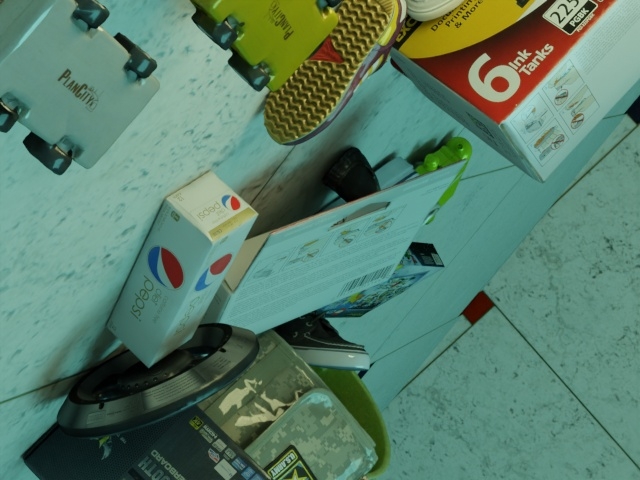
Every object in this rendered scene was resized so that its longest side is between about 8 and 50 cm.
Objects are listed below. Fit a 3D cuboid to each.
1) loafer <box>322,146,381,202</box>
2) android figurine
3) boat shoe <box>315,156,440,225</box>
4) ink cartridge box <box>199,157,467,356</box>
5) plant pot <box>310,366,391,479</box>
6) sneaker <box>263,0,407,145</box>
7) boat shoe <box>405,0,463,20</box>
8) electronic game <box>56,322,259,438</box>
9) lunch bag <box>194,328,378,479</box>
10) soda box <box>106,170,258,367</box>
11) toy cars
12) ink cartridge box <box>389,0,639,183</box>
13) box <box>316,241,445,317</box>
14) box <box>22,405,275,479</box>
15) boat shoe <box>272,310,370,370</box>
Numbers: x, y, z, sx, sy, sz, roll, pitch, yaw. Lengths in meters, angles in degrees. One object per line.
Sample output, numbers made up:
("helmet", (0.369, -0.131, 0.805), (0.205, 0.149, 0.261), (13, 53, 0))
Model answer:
("loafer", (0.048, -0.071, 1.905), (0.062, 0.061, 0.170), (-47, 167, 4))
("android figurine", (0.131, -0.052, 2.252), (0.248, 0.056, 0.273), (-44, 169, -10))
("boat shoe", (0.037, 0.003, 2.019), (0.302, 0.094, 0.109), (-41, 166, -23))
("ink cartridge box", (0.000, 0.000, 1.799), (0.296, 0.066, 0.261), (-21, 155, -34))
("plant pot", (-0.084, 0.291, 2.211), (0.254, 0.276, 0.276), (-39, 171, 22))
("sneaker", (0.021, -0.165, 1.508), (0.185, 0.069, 0.084), (-49, 162, 14))
("boat shoe", (0.147, -0.300, 1.541), (0.184, 0.066, 0.063), (-42, 148, 3))
("electronic game", (-0.173, 0.149, 1.648), (0.229, 0.048, 0.229), (-20, -167, 5))
("lunch bag", (-0.098, 0.247, 1.879), (0.235, 0.287, 0.169), (-41, 167, -21))
("soda box", (-0.143, 0.032, 1.569), (0.074, 0.069, 0.216), (-35, 162, -44))
("toy cars", (-0.118, -0.152, 1.064), (0.394, 0.087, 0.176), (-28, 153, -47))
("ink cartridge box", (0.224, -0.263, 1.602), (0.309, 0.272, 0.130), (-48, 141, -1))
("box", (0.064, 0.056, 2.212), (0.159, 0.044, 0.233), (-31, 166, 21))
("box", (-0.191, 0.265, 1.745), (0.183, 0.233, 0.059), (-44, 165, -12))
("boat shoe", (-0.022, 0.122, 1.993), (0.080, 0.228, 0.076), (12, 86, -40))
